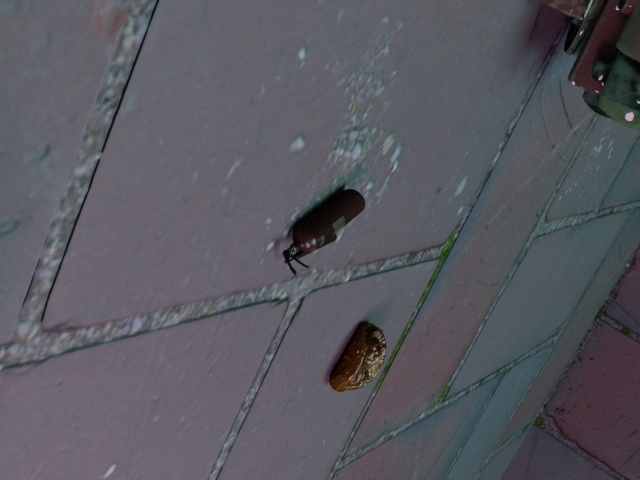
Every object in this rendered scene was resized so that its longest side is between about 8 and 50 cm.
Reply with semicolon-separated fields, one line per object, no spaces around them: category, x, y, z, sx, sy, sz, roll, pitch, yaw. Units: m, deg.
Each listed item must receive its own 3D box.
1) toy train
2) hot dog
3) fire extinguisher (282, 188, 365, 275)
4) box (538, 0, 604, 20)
toy train;0.345;-0.244;0.936;0.221;0.150;0.304;-73;-179;-64
hot dog;0.043;0.130;1.049;0.058;0.035;0.083;10;112;-61
fire extinguisher;-0.005;-0.004;0.807;0.100;0.032;0.046;-39;-175;-35
box;0.249;-0.262;0.912;0.045;0.062;0.098;-23;140;-53
